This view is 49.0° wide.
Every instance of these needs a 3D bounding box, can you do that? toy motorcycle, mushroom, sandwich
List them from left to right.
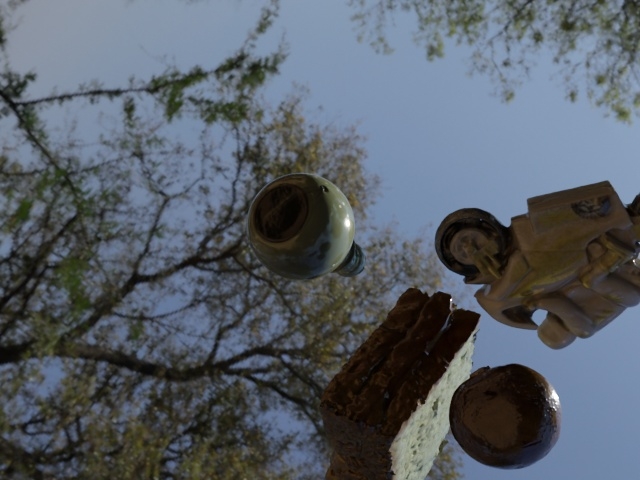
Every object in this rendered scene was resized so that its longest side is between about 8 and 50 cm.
[{"bbox_3d":[0.117,0.259,1.059,0.131,0.325,0.262,24,-129,26],"label":"sandwich"},{"bbox_3d":[0.210,0.200,0.796,0.127,0.127,0.087,-29,174,21],"label":"mushroom"},{"bbox_3d":[0.332,0.038,0.918,0.341,0.222,0.108,-11,-163,16],"label":"toy motorcycle"}]

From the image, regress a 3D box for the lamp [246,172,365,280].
[{"bbox_3d":[0.000,0.000,0.628,0.091,0.163,0.090,-7,-108,22],"label":"lamp"}]
